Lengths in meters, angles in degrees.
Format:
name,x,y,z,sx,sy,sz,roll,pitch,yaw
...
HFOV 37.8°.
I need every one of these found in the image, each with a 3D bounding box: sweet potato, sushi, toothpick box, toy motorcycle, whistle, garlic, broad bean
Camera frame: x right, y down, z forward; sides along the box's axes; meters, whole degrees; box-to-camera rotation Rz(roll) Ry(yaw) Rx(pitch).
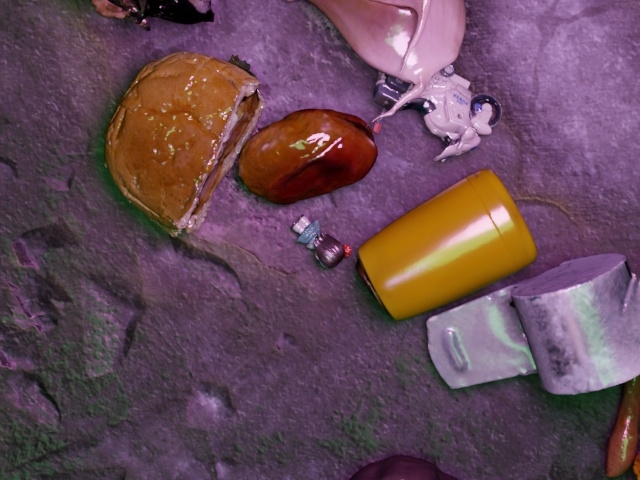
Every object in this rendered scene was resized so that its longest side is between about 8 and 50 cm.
name,x,y,z,sx,sy,sz,roll,pitch,yaw
sweet potato,0.530,0.308,1.612,0.050,0.050,0.214,8,97,-1
sushi,-0.285,-0.437,1.452,0.219,0.238,0.225,-9,108,-4
toothpick box,0.197,0.017,1.523,0.271,0.175,0.175,-29,96,7
toy motorcycle,0.185,-0.215,1.537,0.221,0.102,0.150,27,75,-5
whistle,0.366,0.138,1.509,0.188,0.405,0.168,-25,97,-39
garlic,0.098,-0.389,1.417,0.246,0.231,0.340,-24,66,-11
broad bean,-0.021,-0.138,1.532,0.229,0.156,0.122,-14,55,9

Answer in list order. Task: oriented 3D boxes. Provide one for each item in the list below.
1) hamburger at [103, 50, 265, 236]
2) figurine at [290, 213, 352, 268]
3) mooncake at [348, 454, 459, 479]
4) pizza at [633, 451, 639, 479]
name,x,y,z,sx,sy,sz,roll,pitch,yaw
hamburger,-0.232,-0.177,1.510,0.211,0.132,0.308,29,95,13
figurine,0.000,0.000,1.587,0.106,0.047,0.060,44,59,3
mooncake,0.141,0.519,1.598,0.283,0.141,0.283,0,96,3
pizza,0.667,0.366,1.584,0.409,0.114,0.277,42,91,-7
